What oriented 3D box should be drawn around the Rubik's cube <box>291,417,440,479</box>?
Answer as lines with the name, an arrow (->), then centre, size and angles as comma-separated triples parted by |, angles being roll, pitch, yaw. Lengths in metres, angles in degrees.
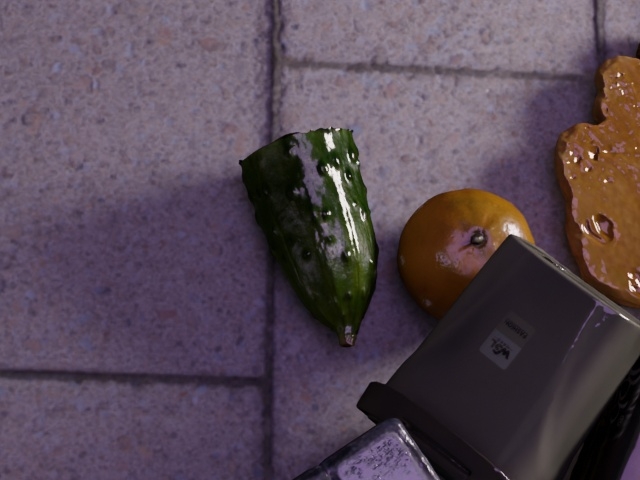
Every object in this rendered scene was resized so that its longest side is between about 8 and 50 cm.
Rubik's cube -> 0.001, 0.415, 1.513 | 0.344, 0.344, 0.337 | -32, 79, -15

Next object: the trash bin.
trash bin -> 0.198, 0.144, 1.637 | 0.220, 0.219, 0.250 | 37, 96, 19

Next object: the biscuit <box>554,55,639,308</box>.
biscuit -> 0.404, -0.039, 1.858 | 0.269, 0.051, 0.375 | -15, 79, -15

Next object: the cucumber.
cucumber -> 0.003, 0.000, 1.756 | 0.134, 0.134, 0.244 | -12, 80, -12

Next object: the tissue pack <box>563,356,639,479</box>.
tissue pack -> 0.354, 0.286, 1.679 | 0.210, 0.198, 0.370 | 28, 72, -9

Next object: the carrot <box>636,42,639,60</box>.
carrot -> 0.506, -0.197, 1.917 | 0.260, 0.070, 0.070 | 19, 72, -5

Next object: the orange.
orange -> 0.164, 0.017, 1.771 | 0.156, 0.124, 0.156 | 3, 72, -11
